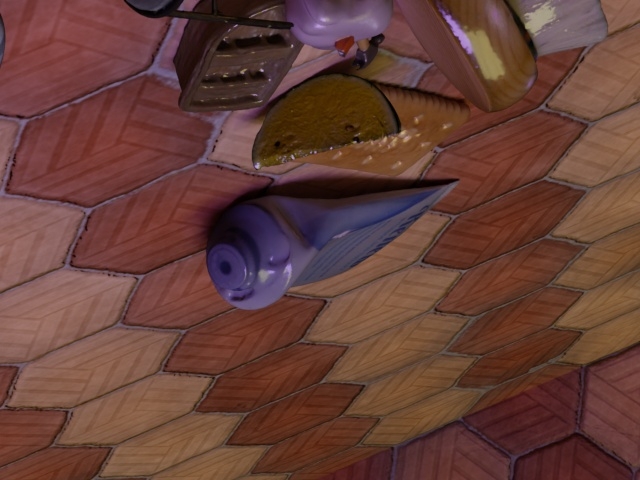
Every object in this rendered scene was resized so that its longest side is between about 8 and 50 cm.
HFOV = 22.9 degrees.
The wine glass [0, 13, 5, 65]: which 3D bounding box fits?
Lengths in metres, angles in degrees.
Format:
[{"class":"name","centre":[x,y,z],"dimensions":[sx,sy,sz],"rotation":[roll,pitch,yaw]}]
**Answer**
[{"class":"wine glass","centre":[-0.328,-0.190,1.407],"dimensions":[0.103,0.103,0.222],"rotation":[-16,157,-16]}]

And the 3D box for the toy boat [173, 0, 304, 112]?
[{"class":"toy boat","centre":[-0.081,-0.211,1.648],"dimensions":[0.116,0.061,0.188],"rotation":[-7,153,-30]}]

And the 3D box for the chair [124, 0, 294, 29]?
[{"class":"chair","centre":[-0.140,-0.271,1.345],"dimensions":[0.326,0.160,0.170],"rotation":[-9,153,-40]}]

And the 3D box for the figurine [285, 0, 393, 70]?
[{"class":"figurine","centre":[0.022,-0.263,1.528],"dimensions":[0.112,0.137,0.229],"rotation":[14,130,5]}]

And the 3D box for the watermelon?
[{"class":"watermelon","centre":[0.005,-0.150,1.834],"dimensions":[0.181,0.092,0.075],"rotation":[-11,117,21]}]

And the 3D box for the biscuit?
[{"class":"biscuit","centre":[0.068,-0.136,1.997],"dimensions":[0.160,0.030,0.250],"rotation":[-38,153,32]}]

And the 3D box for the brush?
[{"class":"brush","centre":[0.176,-0.270,1.658],"dimensions":[0.166,0.174,0.266],"rotation":[-39,137,-1]}]

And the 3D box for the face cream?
[{"class":"face cream","centre":[0.000,0.000,2.173],"dimensions":[0.235,0.137,0.420],"rotation":[-42,163,35]}]
